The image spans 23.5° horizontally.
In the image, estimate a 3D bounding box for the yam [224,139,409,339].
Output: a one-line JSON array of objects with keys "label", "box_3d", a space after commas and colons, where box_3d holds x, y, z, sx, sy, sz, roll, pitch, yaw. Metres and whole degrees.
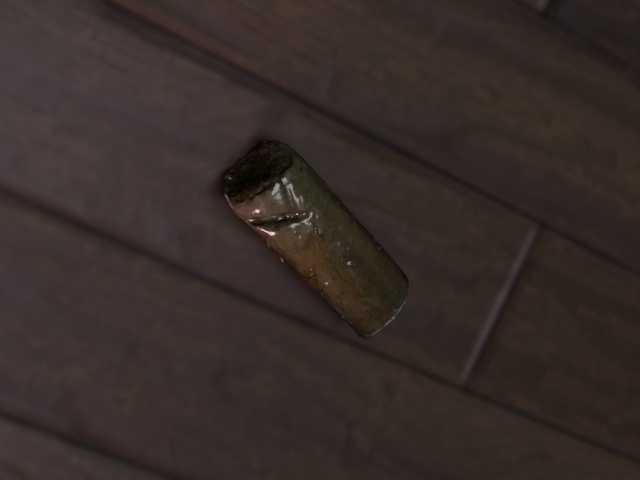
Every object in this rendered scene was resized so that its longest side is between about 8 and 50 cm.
[{"label": "yam", "box_3d": [0.000, 0.000, 0.934, 0.054, 0.054, 0.132, -47, 116, -8]}]
